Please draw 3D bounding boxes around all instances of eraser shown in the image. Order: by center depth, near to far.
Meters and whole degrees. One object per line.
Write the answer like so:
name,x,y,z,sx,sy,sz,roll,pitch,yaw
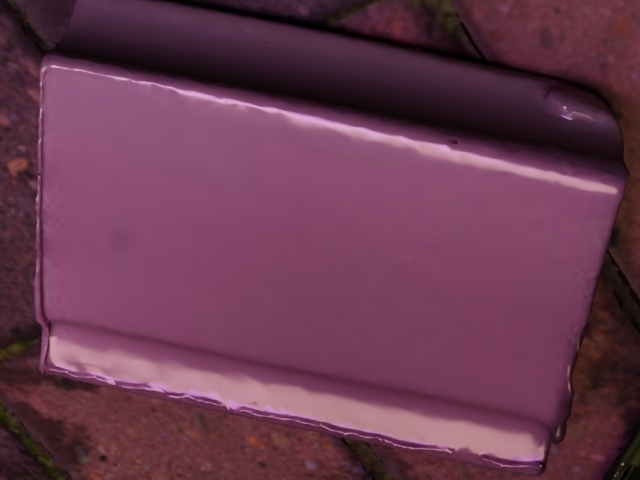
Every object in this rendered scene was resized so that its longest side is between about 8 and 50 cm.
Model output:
eraser,0.000,0.000,1.067,0.359,0.122,0.272,10,126,4

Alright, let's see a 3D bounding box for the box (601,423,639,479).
box,0.305,0.274,1.162,0.253,0.177,0.328,20,128,0
